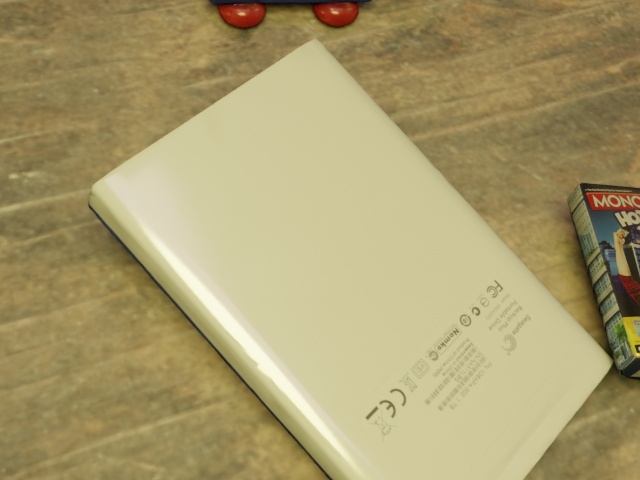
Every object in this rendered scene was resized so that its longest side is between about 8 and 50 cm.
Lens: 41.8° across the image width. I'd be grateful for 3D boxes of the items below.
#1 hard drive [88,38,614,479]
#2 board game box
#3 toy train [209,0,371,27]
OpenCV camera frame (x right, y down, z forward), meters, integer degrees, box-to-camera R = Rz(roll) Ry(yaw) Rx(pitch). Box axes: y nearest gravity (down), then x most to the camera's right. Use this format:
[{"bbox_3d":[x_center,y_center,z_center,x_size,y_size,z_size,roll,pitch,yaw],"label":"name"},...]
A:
[{"bbox_3d":[0.030,0.032,0.571,0.319,0.040,0.210,48,61,4],"label":"hard drive"},{"bbox_3d":[0.284,0.017,0.655,0.194,0.060,0.194,4,56,-16],"label":"board game box"},{"bbox_3d":[0.011,-0.277,0.767,0.248,0.105,0.143,-5,47,-15],"label":"toy train"}]
